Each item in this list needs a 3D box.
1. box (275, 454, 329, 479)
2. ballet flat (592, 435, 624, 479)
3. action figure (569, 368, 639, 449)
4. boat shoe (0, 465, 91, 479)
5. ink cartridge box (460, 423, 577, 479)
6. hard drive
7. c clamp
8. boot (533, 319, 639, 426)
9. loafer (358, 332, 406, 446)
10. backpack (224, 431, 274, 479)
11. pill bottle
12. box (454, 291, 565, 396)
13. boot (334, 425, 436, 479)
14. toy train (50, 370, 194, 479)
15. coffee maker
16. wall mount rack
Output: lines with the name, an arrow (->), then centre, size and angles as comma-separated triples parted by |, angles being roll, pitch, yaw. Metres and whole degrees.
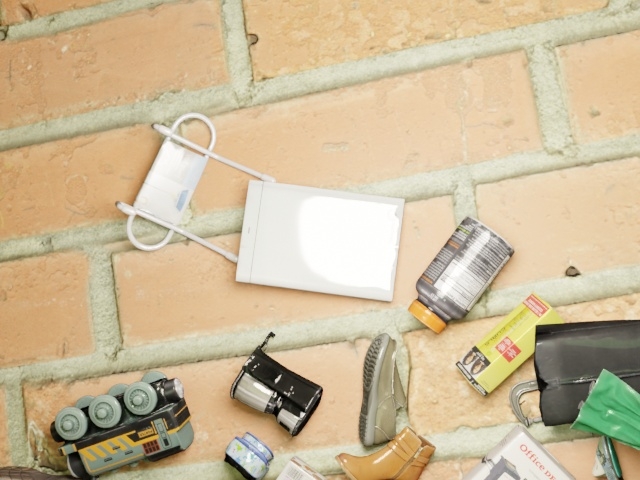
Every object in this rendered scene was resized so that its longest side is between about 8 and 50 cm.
box -> 0.049, 0.594, 1.708 | 0.324, 0.063, 0.067 | 33, 93, 12
ballet flat -> 0.598, 0.494, 1.617 | 0.070, 0.070, 0.188 | -20, 78, 8
action figure -> 0.609, 0.349, 1.479 | 0.232, 0.063, 0.137 | 27, 111, 10
boat shoe -> -0.673, 0.600, 1.818 | 0.324, 0.123, 0.116 | 5, 88, 13
ink cartridge box -> 0.395, 0.530, 1.630 | 0.237, 0.100, 0.172 | -46, 79, 4
hard drive -> 0.000, 0.000, 1.759 | 0.353, 0.047, 0.233 | 7, 86, 2
c clamp -> 0.488, 0.356, 1.670 | 0.161, 0.022, 0.137 | -9, 83, 9
boot -> 0.661, 0.331, 1.555 | 0.445, 0.146, 0.367 | -7, 92, 7
loafer -> 0.141, 0.326, 1.714 | 0.087, 0.094, 0.251 | 6, 95, -13
backpack -> -0.159, 0.476, 1.733 | 0.105, 0.114, 0.084 | 35, 72, 13
pill bottle -> 0.292, 0.080, 1.679 | 0.130, 0.130, 0.245 | 38, 92, 12
box -> 0.400, 0.220, 1.661 | 0.232, 0.087, 0.058 | -43, 115, 5
boot -> 0.139, 0.457, 1.670 | 0.197, 0.073, 0.152 | 32, 99, -27
toy train -> -0.450, 0.428, 1.788 | 0.334, 0.142, 0.190 | -21, 91, 8
coffee maker -> -0.085, 0.317, 1.732 | 0.178, 0.120, 0.171 | 28, 89, 11
wall mount rack -> -0.292, -0.111, 1.818 | 0.304, 0.130, 0.350 | 25, 90, -21
